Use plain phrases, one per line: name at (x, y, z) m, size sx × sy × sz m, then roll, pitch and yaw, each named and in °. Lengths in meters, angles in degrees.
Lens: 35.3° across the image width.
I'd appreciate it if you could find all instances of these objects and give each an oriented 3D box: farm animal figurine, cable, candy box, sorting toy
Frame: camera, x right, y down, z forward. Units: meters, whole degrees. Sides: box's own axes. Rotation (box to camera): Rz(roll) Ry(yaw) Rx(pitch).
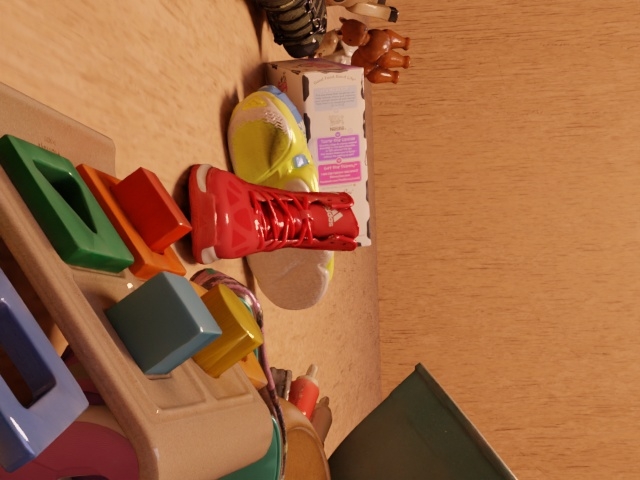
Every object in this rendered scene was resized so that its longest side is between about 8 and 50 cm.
farm animal figurine at (0.046, -0.401, 1.458) m, size 0.327 × 0.172 × 0.330 m, roll -143°, pitch -117°, yaw -76°
cable at (-0.033, 0.237, 1.009) m, size 0.287 × 0.072 × 0.139 m, roll -81°, pitch 168°, yaw -56°
candy box at (-0.004, -0.102, 1.135) m, size 0.165 × 0.070 × 0.196 m, roll -139°, pitch -136°, yaw -68°
sorting toy at (-0.080, 0.015, 0.467) m, size 0.196 × 0.047 × 0.348 m, roll 59°, pitch 6°, yaw 11°

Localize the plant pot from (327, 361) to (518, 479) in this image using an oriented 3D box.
plant pot at (0.097, 0.319, 1.102) m, size 0.271 × 0.255 × 0.271 m, roll 51°, pitch -1°, yaw 1°

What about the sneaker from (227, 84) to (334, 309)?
sneaker at (-0.032, -0.051, 1.031) m, size 0.126 × 0.091 × 0.240 m, roll -82°, pitch 167°, yaw -57°

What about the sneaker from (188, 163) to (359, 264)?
sneaker at (-0.034, -0.026, 0.857) m, size 0.221 × 0.128 × 0.087 m, roll -41°, pitch 128°, yaw -83°

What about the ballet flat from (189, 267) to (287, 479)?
ballet flat at (-0.071, 0.123, 0.794) m, size 0.079 × 0.077 × 0.221 m, roll -125°, pitch -152°, yaw -66°

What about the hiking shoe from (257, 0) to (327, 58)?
hiking shoe at (-0.024, -0.261, 1.115) m, size 0.227 × 0.086 × 0.114 m, roll -66°, pitch 139°, yaw -75°

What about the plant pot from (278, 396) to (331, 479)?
plant pot at (-0.036, 0.261, 0.918) m, size 0.236 × 0.032 × 0.236 m, roll -3°, pitch 90°, yaw -69°

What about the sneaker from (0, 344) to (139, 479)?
sneaker at (-0.093, 0.141, 0.525) m, size 0.104 × 0.095 × 0.236 m, roll -96°, pitch 178°, yaw -52°
